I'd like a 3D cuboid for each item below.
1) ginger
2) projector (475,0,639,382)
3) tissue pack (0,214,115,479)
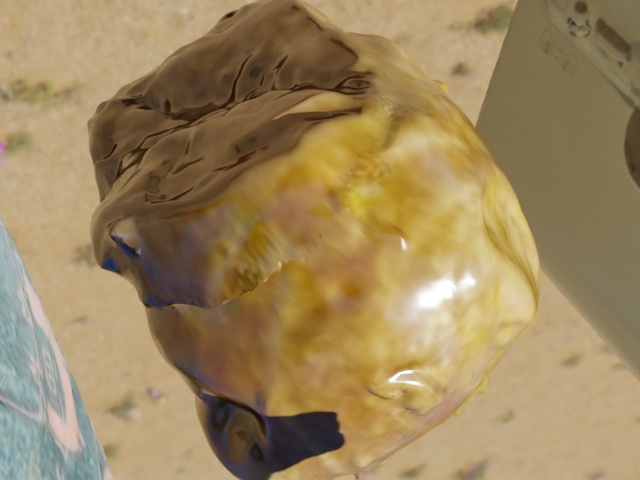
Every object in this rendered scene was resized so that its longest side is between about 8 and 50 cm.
[{"bbox_3d":[0.003,-0.002,0.834,0.200,0.223,0.269,-32,-158,9],"label":"ginger"},{"bbox_3d":[0.272,-0.055,0.976,0.248,0.249,0.249,-7,132,-29],"label":"projector"},{"bbox_3d":[-0.098,0.163,0.451,0.103,0.228,0.316,-11,127,3],"label":"tissue pack"}]
